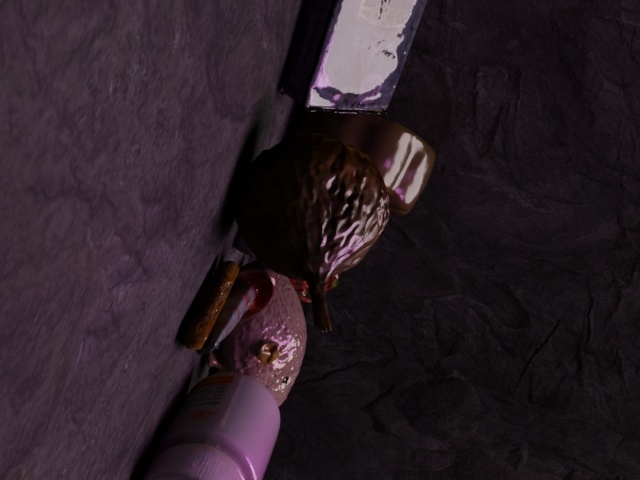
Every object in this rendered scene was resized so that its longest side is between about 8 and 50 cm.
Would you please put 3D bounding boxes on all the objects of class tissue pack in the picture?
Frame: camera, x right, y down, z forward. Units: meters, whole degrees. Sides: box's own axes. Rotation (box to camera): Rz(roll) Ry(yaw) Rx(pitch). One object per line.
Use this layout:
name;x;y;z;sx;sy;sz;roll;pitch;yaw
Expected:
tissue pack;0.078;-0.433;1.612;0.259;0.122;0.362;-6;124;-46

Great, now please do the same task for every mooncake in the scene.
mooncake;0.091;-0.200;2.043;0.378;0.378;0.201;52;62;-88

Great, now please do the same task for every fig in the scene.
fig;0.000;0.000;1.470;0.286;0.286;0.369;107;-25;-48

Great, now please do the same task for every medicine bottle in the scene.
medicine bottle;-0.215;0.434;1.621;0.388;0.219;0.219;-68;177;-70

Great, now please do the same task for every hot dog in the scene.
hot dog;-0.201;0.114;1.486;0.066;0.047;0.216;-53;-170;41

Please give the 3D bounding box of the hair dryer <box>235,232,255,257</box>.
hair dryer;-0.067;-0.048;1.858;0.173;0.107;0.357;-69;165;6

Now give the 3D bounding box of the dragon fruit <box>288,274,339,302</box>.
dragon fruit;-0.057;0.049;2.365;0.231;0.237;0.303;-52;-155;23

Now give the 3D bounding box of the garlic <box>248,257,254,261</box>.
garlic;-0.124;0.047;2.147;0.124;0.099;0.174;-45;-162;-18

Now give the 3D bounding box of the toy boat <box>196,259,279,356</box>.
toy boat;-0.178;0.150;1.556;0.206;0.096;0.282;-37;-167;25

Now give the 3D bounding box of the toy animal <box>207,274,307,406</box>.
toy animal;-0.133;0.207;1.899;0.226;0.188;0.359;27;58;-61

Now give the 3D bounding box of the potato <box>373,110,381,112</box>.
potato;0.074;-0.351;2.435;0.216;0.215;0.305;-61;160;-79

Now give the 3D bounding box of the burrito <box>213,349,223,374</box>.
burrito;-0.209;0.294;2.207;0.348;0.107;0.175;-70;-175;-52
